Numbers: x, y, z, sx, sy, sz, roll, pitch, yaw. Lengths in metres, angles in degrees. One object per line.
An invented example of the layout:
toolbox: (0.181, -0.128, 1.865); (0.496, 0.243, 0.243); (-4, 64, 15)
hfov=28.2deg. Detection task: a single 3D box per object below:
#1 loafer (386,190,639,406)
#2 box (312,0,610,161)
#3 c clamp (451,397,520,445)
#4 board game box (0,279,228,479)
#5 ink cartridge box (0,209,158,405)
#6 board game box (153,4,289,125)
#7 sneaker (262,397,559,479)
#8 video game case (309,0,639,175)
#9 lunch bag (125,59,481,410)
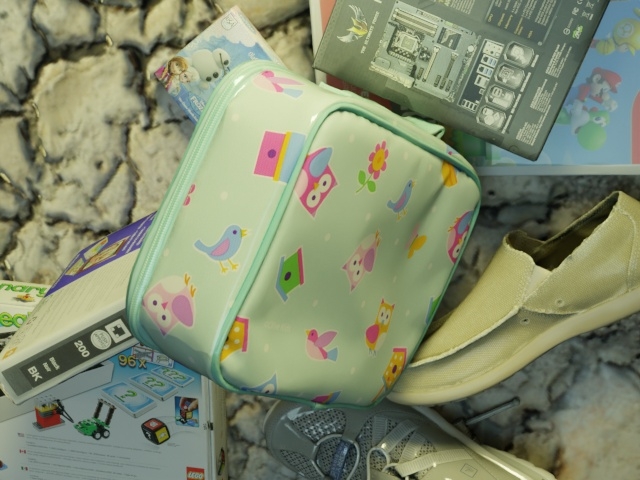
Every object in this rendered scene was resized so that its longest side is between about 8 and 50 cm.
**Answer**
loafer: (0.157, 0.043, 1.010); (0.269, 0.102, 0.092); (-28, 101, 13)
box: (0.119, -0.197, 0.912); (0.183, 0.059, 0.232); (23, 112, 5)
c clamp: (0.139, 0.228, 1.124); (0.137, 0.022, 0.160); (-19, 105, 20)
board game box: (-0.237, 0.138, 1.166); (0.305, 0.053, 0.192); (6, 113, 12)
ink cartridge box: (-0.139, 0.025, 1.014); (0.208, 0.206, 0.045); (-28, 107, 23)
board game box: (-0.075, -0.129, 1.039); (0.090, 0.020, 0.090); (-36, 99, 22)
sneaker: (0.073, 0.199, 1.062); (0.281, 0.115, 0.105); (18, 113, 18)
video game case: (0.134, -0.148, 0.976); (0.285, 0.025, 0.204); (0, 111, 14)
lunch bag: (0.000, 0.000, 0.898); (0.108, 0.279, 0.224); (22, 91, 30)
